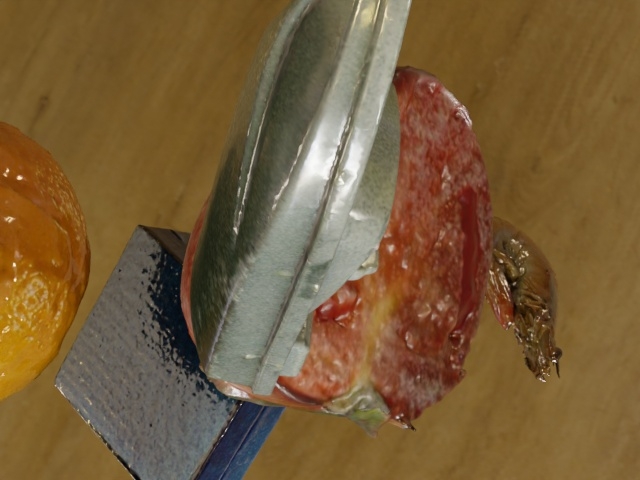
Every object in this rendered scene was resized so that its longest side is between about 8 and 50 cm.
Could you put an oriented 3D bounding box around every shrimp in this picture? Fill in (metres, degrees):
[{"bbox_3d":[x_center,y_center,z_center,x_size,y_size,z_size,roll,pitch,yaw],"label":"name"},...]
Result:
[{"bbox_3d":[0.255,0.066,1.661,0.063,0.152,0.287,-42,26,27],"label":"shrimp"}]

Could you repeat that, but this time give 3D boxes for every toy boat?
[{"bbox_3d":[-0.003,-0.039,0.637,0.092,0.319,0.141,10,59,-8],"label":"toy boat"}]

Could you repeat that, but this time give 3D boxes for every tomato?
[{"bbox_3d":[-0.005,0.003,1.005,0.170,0.309,0.308,0,79,38],"label":"tomato"}]

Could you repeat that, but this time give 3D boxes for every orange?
[{"bbox_3d":[-0.410,0.034,1.404,0.341,0.293,0.340,-35,33,27],"label":"orange"}]

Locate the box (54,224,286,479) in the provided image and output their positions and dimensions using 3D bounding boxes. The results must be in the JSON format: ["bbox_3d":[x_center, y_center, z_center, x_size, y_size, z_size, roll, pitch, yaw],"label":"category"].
[{"bbox_3d":[-0.177,0.165,1.626,0.279,0.116,0.261,41,107,34],"label":"box"}]
